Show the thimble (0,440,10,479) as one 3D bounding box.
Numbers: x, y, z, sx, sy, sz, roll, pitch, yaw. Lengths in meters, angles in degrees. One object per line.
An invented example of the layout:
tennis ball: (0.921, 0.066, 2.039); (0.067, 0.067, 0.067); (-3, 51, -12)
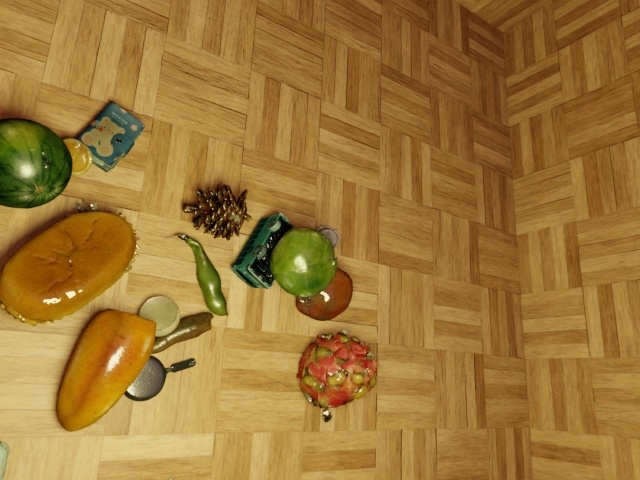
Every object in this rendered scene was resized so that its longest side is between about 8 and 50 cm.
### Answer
thimble: (-0.833, 0.532, 1.109); (0.211, 0.185, 0.149); (7, 72, -19)

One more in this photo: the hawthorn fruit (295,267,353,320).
hawthorn fruit: (0.029, 0.176, 1.808); (0.262, 0.211, 0.210); (-25, 93, -49)

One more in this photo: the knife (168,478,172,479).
knife: (-0.469, 0.728, 1.427); (0.091, 0.005, 0.014); (-40, 103, -35)

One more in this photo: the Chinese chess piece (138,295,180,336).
Chinese chess piece: (-0.486, 0.229, 1.483); (0.122, 0.051, 0.122); (4, 54, -5)

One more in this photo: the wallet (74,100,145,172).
wallet: (-0.655, -0.319, 1.529); (0.141, 0.059, 0.202); (35, 58, -16)

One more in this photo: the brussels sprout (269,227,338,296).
brussels sprout: (-0.050, 0.068, 1.605); (0.244, 0.244, 0.243); (10, 73, -33)

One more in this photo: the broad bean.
broad bean: (-0.387, 0.112, 1.615); (0.098, 0.056, 0.318); (-34, 93, -30)

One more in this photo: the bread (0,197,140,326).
bread: (-0.674, 0.064, 1.341); (0.236, 0.183, 0.388); (47, 57, -14)

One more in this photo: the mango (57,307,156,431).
mango: (-0.597, 0.348, 1.334); (0.201, 0.199, 0.350); (27, 74, 4)

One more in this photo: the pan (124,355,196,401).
pan: (-0.484, 0.398, 1.485); (0.235, 0.028, 0.136); (-11, 85, -37)

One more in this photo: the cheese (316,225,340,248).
cheese: (0.000, 0.000, 1.921); (0.191, 0.042, 0.105); (-15, 86, -36)

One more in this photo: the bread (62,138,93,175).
bread: (-0.725, -0.245, 1.444); (0.110, 0.024, 0.110); (0, 109, -1)

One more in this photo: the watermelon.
watermelon: (-0.789, -0.202, 1.295); (0.243, 0.242, 0.242); (10, 73, -33)

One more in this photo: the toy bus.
toy bus: (-0.192, 0.041, 1.708); (0.128, 0.147, 0.256); (48, 52, -29)

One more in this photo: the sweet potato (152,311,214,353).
sweet potato: (-0.432, 0.283, 1.522); (0.244, 0.077, 0.077); (-21, 91, -40)

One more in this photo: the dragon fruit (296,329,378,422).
dragon fruit: (0.062, 0.456, 1.696); (0.250, 0.291, 0.269); (51, 57, -21)

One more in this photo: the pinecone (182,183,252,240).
pinecone: (-0.340, -0.099, 1.626); (0.213, 0.169, 0.185); (13, 76, -34)
